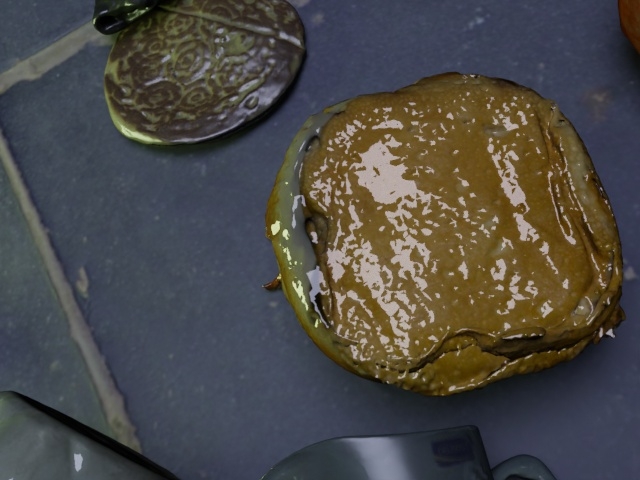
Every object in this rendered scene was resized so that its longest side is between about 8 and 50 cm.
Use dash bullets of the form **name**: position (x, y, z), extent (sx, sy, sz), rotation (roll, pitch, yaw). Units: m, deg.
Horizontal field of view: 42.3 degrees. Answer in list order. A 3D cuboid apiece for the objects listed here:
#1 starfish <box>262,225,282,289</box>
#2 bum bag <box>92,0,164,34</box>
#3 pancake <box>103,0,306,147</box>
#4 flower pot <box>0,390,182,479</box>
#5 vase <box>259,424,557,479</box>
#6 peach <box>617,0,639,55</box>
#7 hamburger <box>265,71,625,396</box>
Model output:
- **starfish**: position (-0.003, -0.003, 0.833), extent (0.133, 0.041, 0.130), rotation (18, 70, 20)
- **bum bag**: position (-0.183, -0.384, 1.017), extent (0.142, 0.079, 0.326), rotation (14, 68, 41)
- **pancake**: position (-0.144, -0.209, 0.967), extent (0.250, 0.031, 0.250), rotation (-5, 64, 11)
- **flower pot**: position (-0.227, 0.247, 0.666), extent (0.246, 0.246, 0.195), rotation (21, 73, 22)
- **vase**: position (0.107, 0.286, 0.629), extent (0.251, 0.156, 0.300), rotation (-12, 67, -20)
- **peach**: position (0.400, -0.260, 0.774), extent (0.214, 0.214, 0.235), rotation (21, 55, 21)
- **hamburger**: position (0.103, -0.001, 0.726), extent (0.319, 0.158, 0.318), rotation (-1, 64, 3)
